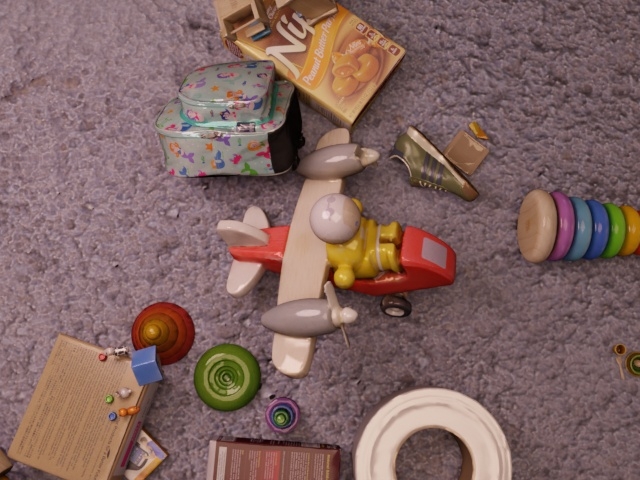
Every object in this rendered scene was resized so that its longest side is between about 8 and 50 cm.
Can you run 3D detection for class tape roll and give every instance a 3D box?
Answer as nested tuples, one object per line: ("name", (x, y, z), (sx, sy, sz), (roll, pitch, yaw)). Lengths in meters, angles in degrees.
("tape roll", (0.200, 0.409, 1.435), (0.286, 0.100, 0.286), (0, 82, -2))

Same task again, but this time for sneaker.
("sneaker", (0.214, -0.129, 1.526), (0.086, 0.064, 0.192), (-45, 81, 15))

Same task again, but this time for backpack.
("backpack", (-0.174, -0.215, 1.437), (0.254, 0.225, 0.191), (-8, 123, 11))

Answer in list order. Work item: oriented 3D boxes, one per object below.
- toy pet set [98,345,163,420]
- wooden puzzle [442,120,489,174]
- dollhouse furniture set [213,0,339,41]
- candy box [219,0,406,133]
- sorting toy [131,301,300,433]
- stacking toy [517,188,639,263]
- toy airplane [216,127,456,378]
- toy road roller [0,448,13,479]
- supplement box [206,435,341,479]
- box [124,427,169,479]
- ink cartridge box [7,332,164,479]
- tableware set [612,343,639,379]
("toy pet set", (-0.329, 0.234, 1.349), (0.114, 0.065, 0.122), (-16, 74, -1))
("wooden puzzle", (0.288, -0.175, 1.559), (0.116, 0.014, 0.078), (-45, 82, -6))
("dollhouse furniture set", (-0.089, -0.459, 1.462), (0.184, 0.129, 0.128), (-21, 80, 25))
("candy box", (-0.015, -0.376, 1.539), (0.316, 0.087, 0.183), (35, 82, 3))
("sorting toy", (-0.195, 0.238, 1.433), (0.366, 0.126, 0.127), (34, 83, 4))
("stacking toy", (0.553, -0.020, 1.491), (0.331, 0.141, 0.141), (3, 82, -5))
("toy airplane", (0.000, 0.000, 1.394), (0.384, 0.272, 0.386), (-31, 67, -16))
("toy road roller", (-0.704, 0.446, 1.303), (0.329, 0.240, 0.202), (-41, 85, 15))
("supplement box", (-0.086, 0.433, 1.436), (0.240, 0.073, 0.130), (5, 83, 0))
("box", (-0.358, 0.379, 1.458), (0.136, 0.028, 0.081), (44, 83, 3))
("ink cartridge box", (-0.418, 0.309, 1.415), (0.193, 0.088, 0.234), (18, 76, 8))
("tableware set", (0.640, 0.205, 1.513), (0.154, 0.024, 0.104), (-12, 83, -3))
